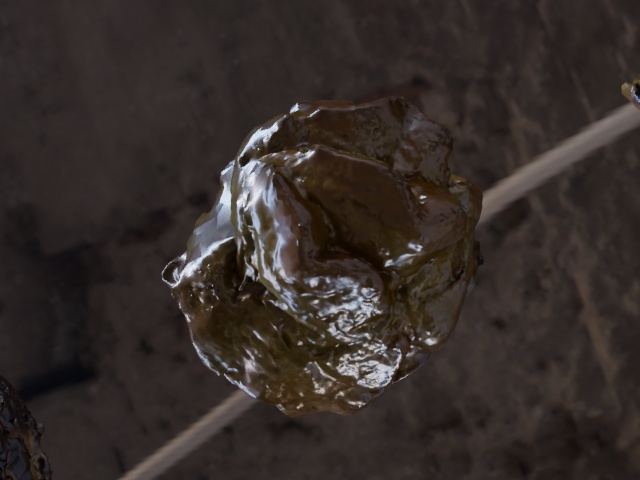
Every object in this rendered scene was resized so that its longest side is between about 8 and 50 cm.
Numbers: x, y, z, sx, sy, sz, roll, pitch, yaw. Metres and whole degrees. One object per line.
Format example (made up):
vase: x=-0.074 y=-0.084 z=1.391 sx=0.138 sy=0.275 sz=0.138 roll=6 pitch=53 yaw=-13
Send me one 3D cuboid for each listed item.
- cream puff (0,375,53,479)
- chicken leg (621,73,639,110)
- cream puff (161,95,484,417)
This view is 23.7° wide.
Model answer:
cream puff: x=-0.296 y=0.178 z=1.016 sx=0.239 sy=0.239 sz=0.165 roll=66 pitch=170 yaw=-4
chicken leg: x=0.276 y=-0.064 z=0.605 sx=0.182 sy=0.295 sz=0.409 roll=-99 pitch=-13 yaw=-69
cream puff: x=0.000 y=0.000 z=0.521 sx=0.094 sy=0.122 sz=0.116 roll=38 pitch=-99 yaw=-29
